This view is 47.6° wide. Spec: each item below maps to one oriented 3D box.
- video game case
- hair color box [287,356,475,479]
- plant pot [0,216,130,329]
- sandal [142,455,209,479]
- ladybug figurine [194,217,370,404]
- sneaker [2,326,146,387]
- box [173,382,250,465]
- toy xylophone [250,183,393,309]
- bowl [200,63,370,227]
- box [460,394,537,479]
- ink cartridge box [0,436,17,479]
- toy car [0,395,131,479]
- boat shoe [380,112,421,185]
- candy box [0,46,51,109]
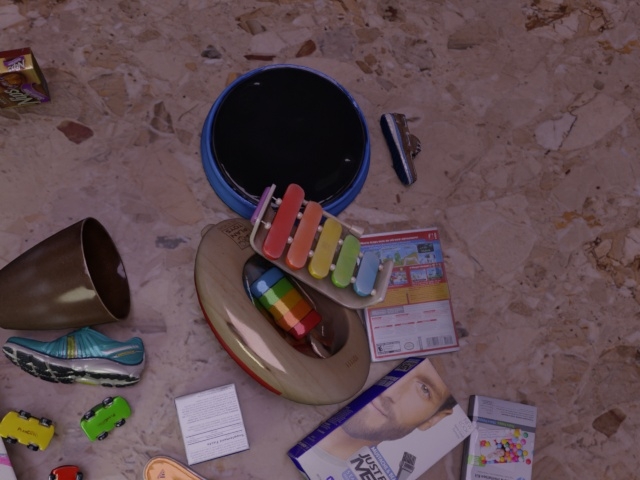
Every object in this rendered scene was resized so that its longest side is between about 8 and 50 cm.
[{"bbox_3d":[0.188,0.118,1.622,0.204,0.025,0.285,-6,77,-10],"label":"video game case"},{"bbox_3d":[0.125,0.410,1.486,0.339,0.110,0.185,-35,91,-17],"label":"hair color box"},{"bbox_3d":[-0.529,0.091,1.440,0.230,0.215,0.215,-18,79,2],"label":"plant pot"},{"bbox_3d":[-0.236,0.517,1.425,0.265,0.076,0.102,31,73,-1],"label":"sandal"},{"bbox_3d":[-0.094,0.151,1.471,0.449,0.162,0.305,51,42,7],"label":"ladybug figurine"},{"bbox_3d":[-0.492,0.227,1.463,0.275,0.107,0.110,10,57,-12],"label":"sneaker"},{"bbox_3d":[-0.219,0.371,1.468,0.126,0.072,0.137,-12,77,-12],"label":"box"},{"bbox_3d":[0.000,0.000,1.477,0.322,0.081,0.236,27,47,-18],"label":"toy xylophone"},{"bbox_3d":[-0.073,-0.220,1.642,0.391,0.077,0.391,2,75,-9],"label":"bowl"},{"bbox_3d":[0.385,0.439,1.564,0.145,0.038,0.186,13,75,-5],"label":"box"},{"bbox_3d":[-0.689,0.422,1.318,0.207,0.119,0.353,-15,77,-43],"label":"ink cartridge box"},{"bbox_3d":[-0.477,0.385,1.421,0.225,0.053,0.239,-34,105,-27],"label":"toy car"},{"bbox_3d":[0.198,-0.218,1.689,0.066,0.066,0.183,-13,78,-13],"label":"boat shoe"},{"bbox_3d":[-0.642,-0.337,1.524,0.109,0.187,0.053,-12,81,-13],"label":"candy box"}]
